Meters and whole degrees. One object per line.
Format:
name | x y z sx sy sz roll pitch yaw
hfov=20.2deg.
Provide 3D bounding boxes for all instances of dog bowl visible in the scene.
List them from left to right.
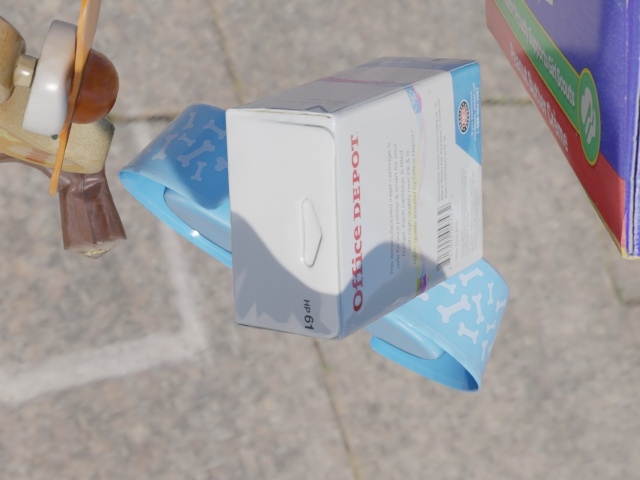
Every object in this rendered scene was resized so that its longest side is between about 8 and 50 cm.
dog bowl | 0.000 0.000 1.262 0.297 0.166 0.074 29 79 13

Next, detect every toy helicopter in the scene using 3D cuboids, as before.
toy helicopter | -0.196 -0.096 1.024 0.355 0.235 0.140 34 65 -70

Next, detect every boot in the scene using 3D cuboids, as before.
boot | -0.227 -0.036 1.543 0.106 0.037 0.114 -11 87 -7

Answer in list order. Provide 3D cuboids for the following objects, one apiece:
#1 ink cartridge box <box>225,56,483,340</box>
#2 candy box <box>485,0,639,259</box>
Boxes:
ink cartridge box | 0.016 -0.020 0.717 0.122 0.052 0.089 -26 119 -56
candy box | 0.232 -0.098 0.633 0.268 0.317 0.122 -99 -172 -67
